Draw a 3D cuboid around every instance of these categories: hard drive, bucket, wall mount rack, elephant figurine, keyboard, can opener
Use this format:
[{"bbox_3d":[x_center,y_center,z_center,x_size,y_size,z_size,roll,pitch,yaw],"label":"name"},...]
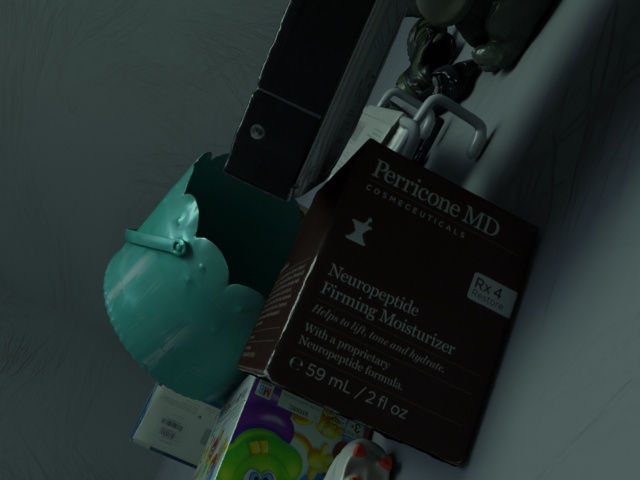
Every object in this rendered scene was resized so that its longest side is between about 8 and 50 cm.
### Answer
[{"bbox_3d":[0.038,-0.205,0.484,0.237,0.064,0.339,-54,-12,-78],"label":"hard drive"},{"bbox_3d":[-0.113,0.048,0.718,0.183,0.281,0.281,-38,18,20],"label":"bucket"},{"bbox_3d":[0.077,-0.058,0.800,0.304,0.130,0.350,-58,15,10],"label":"wall mount rack"},{"bbox_3d":[0.164,-0.331,0.742,0.186,0.239,0.169,-60,9,19],"label":"elephant figurine"},{"bbox_3d":[0.139,-0.124,0.947,0.192,0.038,0.100,-63,9,4],"label":"keyboard"},{"bbox_3d":[0.194,-0.234,0.937,0.186,0.073,0.059,144,113,-77],"label":"can opener"}]

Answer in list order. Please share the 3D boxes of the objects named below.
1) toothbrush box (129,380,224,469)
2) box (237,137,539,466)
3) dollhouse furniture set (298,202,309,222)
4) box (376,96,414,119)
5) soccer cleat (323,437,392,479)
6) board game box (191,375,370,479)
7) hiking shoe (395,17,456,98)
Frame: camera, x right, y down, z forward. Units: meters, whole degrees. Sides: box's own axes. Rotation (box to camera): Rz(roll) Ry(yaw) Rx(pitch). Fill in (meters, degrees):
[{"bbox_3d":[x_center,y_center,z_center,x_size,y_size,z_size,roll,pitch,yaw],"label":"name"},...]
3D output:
[{"bbox_3d":[-0.270,0.382,1.236,0.126,0.216,0.295,-65,10,-11],"label":"toothbrush box"},{"bbox_3d":[0.050,0.056,0.511,0.203,0.168,0.167,-66,9,-15],"label":"box"},{"bbox_3d":[0.000,0.000,0.989,0.144,0.151,0.123,-62,10,-8],"label":"dollhouse furniture set"},{"bbox_3d":[0.106,-0.186,1.242,0.231,0.056,0.183,-61,9,17],"label":"box"},{"bbox_3d":[0.011,0.265,0.492,0.196,0.068,0.076,-61,1,-39],"label":"soccer cleat"},{"bbox_3d":[-0.068,0.297,0.576,0.144,0.142,0.275,-51,15,53],"label":"board game box"},{"bbox_3d":[0.219,-0.358,1.085,0.114,0.086,0.227,-25,43,54],"label":"hiking shoe"}]
